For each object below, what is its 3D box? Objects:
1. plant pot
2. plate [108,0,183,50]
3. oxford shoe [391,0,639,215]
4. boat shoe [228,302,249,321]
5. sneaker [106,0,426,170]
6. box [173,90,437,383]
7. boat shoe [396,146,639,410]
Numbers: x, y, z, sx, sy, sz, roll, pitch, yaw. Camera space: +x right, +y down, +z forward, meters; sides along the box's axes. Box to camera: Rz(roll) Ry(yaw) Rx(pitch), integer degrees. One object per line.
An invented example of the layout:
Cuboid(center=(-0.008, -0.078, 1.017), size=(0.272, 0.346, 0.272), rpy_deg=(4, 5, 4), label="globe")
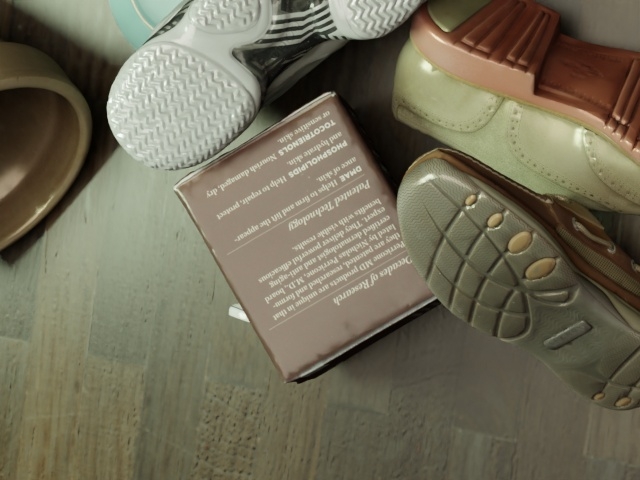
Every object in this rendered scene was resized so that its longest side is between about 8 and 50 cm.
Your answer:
Cuboid(center=(-0.385, -0.128, 1.837), size=(0.263, 0.263, 0.229), rpy_deg=(-48, 62, 16), label="plant pot")
Cuboid(center=(-0.122, -0.251, 1.836), size=(0.188, 0.024, 0.188), rpy_deg=(2, 96, 19), label="plate")
Cuboid(center=(0.247, -0.084, 1.694), size=(0.397, 0.140, 0.146), rpy_deg=(30, 134, 9), label="oxford shoe")
Cuboid(center=(-0.037, 0.066, 1.829), size=(0.100, 0.035, 0.035), rpy_deg=(10, 89, 15), label="boat shoe")
Cuboid(center=(-0.032, -0.210, 1.708), size=(0.366, 0.210, 0.137), rpy_deg=(-38, 101, 4), label="sneaker")
Cuboid(center=(0.000, 0.000, 1.726), size=(0.167, 0.168, 0.203), rpy_deg=(-31, 85, 4), label="box")
Cuboid(center=(0.185, 0.020, 1.642), size=(0.123, 0.116, 0.324), rpy_deg=(-28, 126, 32), label="boat shoe")
